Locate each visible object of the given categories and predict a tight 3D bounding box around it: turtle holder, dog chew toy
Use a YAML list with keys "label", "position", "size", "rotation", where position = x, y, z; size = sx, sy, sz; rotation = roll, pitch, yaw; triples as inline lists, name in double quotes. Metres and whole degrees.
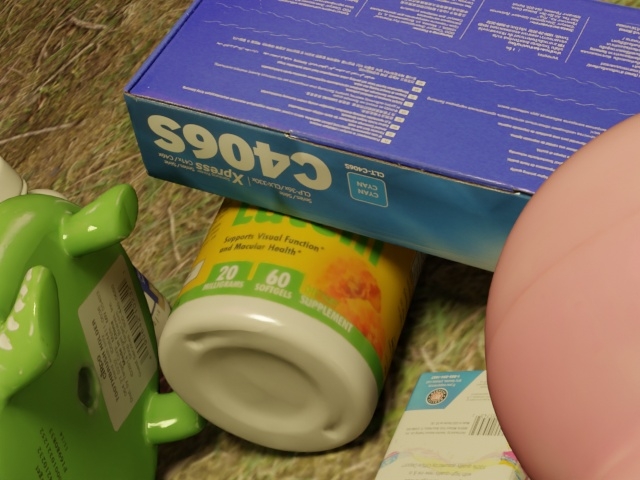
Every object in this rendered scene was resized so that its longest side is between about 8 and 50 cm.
- label: "turtle holder"
  position: [-0.216, 0.123, 0.794]
  size: [0.227, 0.243, 0.320]
  rotation: [-8, 52, 16]
- label: "dog chew toy"
  position: [0.178, 0.104, 0.489]
  size: [0.207, 0.206, 0.332]
  rotation: [-26, 49, 22]

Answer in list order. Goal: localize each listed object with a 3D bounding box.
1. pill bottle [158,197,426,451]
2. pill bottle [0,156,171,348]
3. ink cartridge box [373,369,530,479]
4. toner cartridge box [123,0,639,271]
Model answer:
- label: "pill bottle"
  position: [0.000, 0.000, 0.862]
  size: [0.136, 0.136, 0.245]
  rotation: [-14, 40, 37]
- label: "pill bottle"
  position: [-0.211, 0.027, 1.008]
  size: [0.112, 0.186, 0.112]
  rotation: [-27, 33, 20]
- label: "ink cartridge box"
  position: [0.077, 0.131, 0.695]
  size: [0.088, 0.052, 0.122]
  rotation: [-7, 43, 43]
- label: "toner cartridge box"
  position: [0.078, -0.075, 0.774]
  size: [0.348, 0.075, 0.165]
  rotation: [16, 54, 21]
